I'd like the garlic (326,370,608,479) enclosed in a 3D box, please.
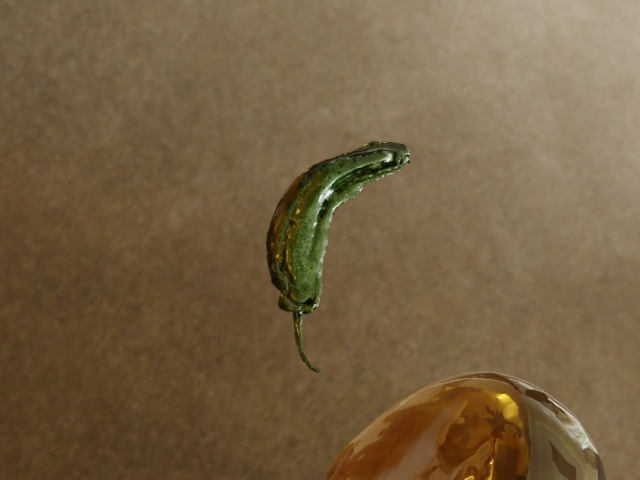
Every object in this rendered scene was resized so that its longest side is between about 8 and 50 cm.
[{"bbox_3d":[0.077,0.158,0.623,0.214,0.191,0.160,43,78,-9],"label":"garlic"}]

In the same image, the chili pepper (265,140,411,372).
[{"bbox_3d":[-0.001,0.000,1.895,0.122,0.279,0.065,24,1,-1],"label":"chili pepper"}]
